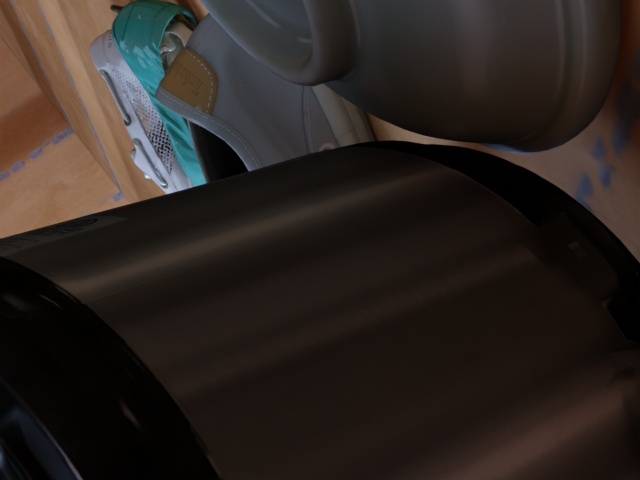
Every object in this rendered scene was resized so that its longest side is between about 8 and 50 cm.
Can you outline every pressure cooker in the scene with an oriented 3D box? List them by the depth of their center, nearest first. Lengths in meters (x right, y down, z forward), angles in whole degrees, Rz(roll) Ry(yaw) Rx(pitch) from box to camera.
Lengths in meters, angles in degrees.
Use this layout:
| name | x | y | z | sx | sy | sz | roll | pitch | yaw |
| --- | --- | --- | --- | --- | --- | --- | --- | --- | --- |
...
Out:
| name | x | y | z | sx | sy | sz | roll | pitch | yaw |
| --- | --- | --- | --- | --- | --- | --- | --- | --- | --- |
| pressure cooker | 0.001 | 0.136 | 0.676 | 0.370 | 0.420 | 0.375 | 38 | 128 | 31 |

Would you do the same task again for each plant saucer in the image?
| name | x | y | z | sx | sy | sz | roll | pitch | yaw |
| --- | --- | --- | --- | --- | --- | --- | --- | --- | --- |
| plant saucer | -0.024 | -0.189 | 0.641 | 0.400 | 0.101 | 0.400 | 50 | 169 | 14 |

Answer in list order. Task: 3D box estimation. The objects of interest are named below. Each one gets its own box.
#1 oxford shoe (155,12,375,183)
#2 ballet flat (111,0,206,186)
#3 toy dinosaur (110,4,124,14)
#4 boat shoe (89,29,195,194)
| name | x | y | z | sx | sy | sz | roll | pitch | yaw |
| --- | --- | --- | --- | --- | --- | --- | --- | --- | --- |
| oxford shoe | 0.000 | 0.000 | 1.042 | 0.169 | 0.130 | 0.449 | 37 | 162 | 51 |
| ballet flat | -0.109 | -0.122 | 1.249 | 0.087 | 0.083 | 0.247 | 2 | 133 | 43 |
| toy dinosaur | -0.167 | -0.187 | 1.404 | 0.183 | 0.053 | 0.092 | 61 | -176 | 0 |
| boat shoe | -0.149 | -0.100 | 1.352 | 0.096 | 0.098 | 0.277 | -9 | 116 | 31 |
